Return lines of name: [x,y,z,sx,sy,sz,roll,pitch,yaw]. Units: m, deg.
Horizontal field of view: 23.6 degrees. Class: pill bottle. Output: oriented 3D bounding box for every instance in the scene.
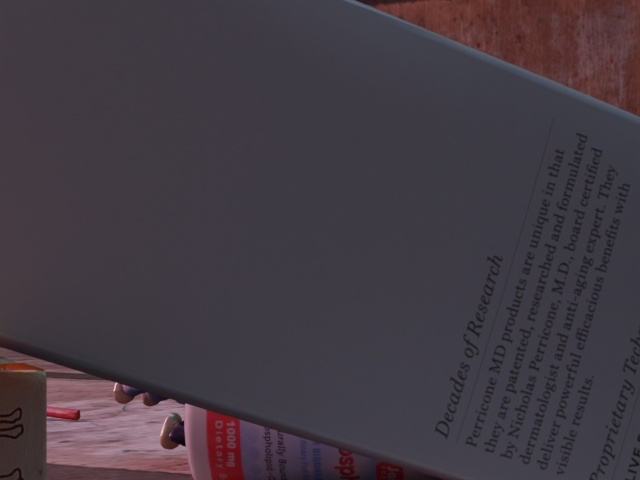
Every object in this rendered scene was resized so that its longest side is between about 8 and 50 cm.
pill bottle: [0.016,0.086,0.779,0.160,0.087,0.087,0,-1,7]

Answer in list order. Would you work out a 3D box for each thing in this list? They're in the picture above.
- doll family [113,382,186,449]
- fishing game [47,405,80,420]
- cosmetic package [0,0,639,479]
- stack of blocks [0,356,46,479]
doll family: [-0.031,0.100,0.920,0.111,0.076,0.193,5,7,41]
fishing game: [-0.303,0.117,1.088,0.189,0.041,0.264,2,0,28]
cosmetic package: [0.000,0.000,0.607,0.366,0.155,0.197,18,-6,-16]
stack of blocks: [-0.199,0.079,0.514,0.171,0.087,0.297,1,-2,-20]
